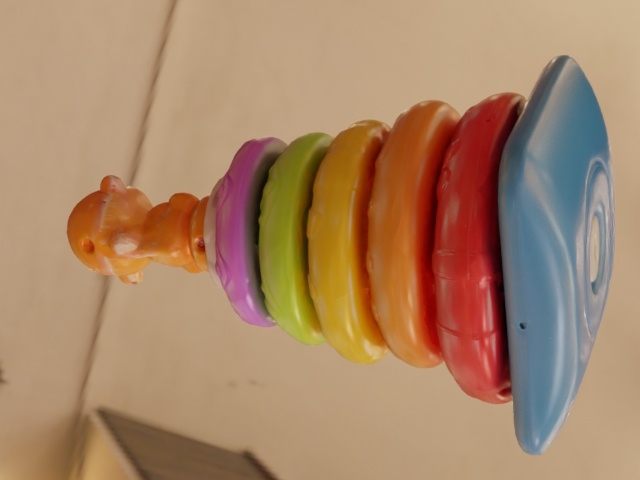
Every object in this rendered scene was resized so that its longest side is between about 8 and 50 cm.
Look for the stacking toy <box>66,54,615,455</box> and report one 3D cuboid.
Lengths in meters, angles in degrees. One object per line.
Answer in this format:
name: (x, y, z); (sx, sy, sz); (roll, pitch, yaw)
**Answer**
stacking toy: (0.000, 0.000, 0.780); (0.166, 0.302, 0.175); (-56, 143, -57)
